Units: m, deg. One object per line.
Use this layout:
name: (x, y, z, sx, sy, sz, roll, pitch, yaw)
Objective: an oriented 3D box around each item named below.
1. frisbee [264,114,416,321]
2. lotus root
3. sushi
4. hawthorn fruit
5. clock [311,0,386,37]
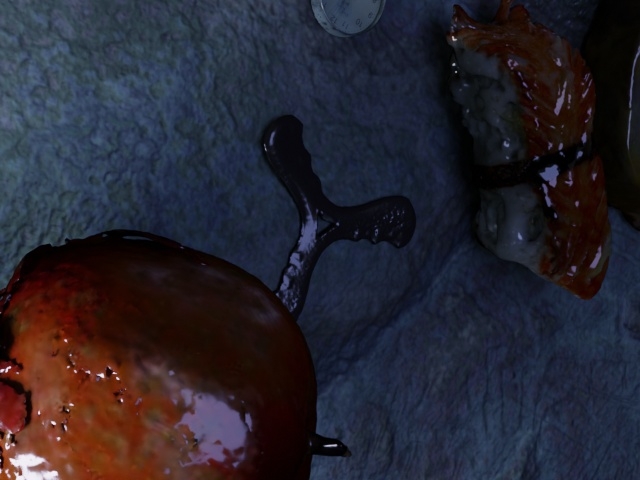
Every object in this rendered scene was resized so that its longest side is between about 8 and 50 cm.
frisbee: (0.000, 0.000, 1.350, 0.211, 0.012, 0.187, 29, 79, -36)
lotus root: (0.455, -0.165, 1.609, 0.390, 0.111, 0.374, -32, 115, -29)
sushi: (0.215, -0.090, 1.435, 0.124, 0.130, 0.332, -26, 115, -36)
hawthorn fruit: (-0.145, 0.149, 1.102, 0.316, 0.316, 0.316, -4, 98, -36)
clock: (0.027, -0.238, 1.341, 0.085, 0.017, 0.085, -5, 98, -35)
